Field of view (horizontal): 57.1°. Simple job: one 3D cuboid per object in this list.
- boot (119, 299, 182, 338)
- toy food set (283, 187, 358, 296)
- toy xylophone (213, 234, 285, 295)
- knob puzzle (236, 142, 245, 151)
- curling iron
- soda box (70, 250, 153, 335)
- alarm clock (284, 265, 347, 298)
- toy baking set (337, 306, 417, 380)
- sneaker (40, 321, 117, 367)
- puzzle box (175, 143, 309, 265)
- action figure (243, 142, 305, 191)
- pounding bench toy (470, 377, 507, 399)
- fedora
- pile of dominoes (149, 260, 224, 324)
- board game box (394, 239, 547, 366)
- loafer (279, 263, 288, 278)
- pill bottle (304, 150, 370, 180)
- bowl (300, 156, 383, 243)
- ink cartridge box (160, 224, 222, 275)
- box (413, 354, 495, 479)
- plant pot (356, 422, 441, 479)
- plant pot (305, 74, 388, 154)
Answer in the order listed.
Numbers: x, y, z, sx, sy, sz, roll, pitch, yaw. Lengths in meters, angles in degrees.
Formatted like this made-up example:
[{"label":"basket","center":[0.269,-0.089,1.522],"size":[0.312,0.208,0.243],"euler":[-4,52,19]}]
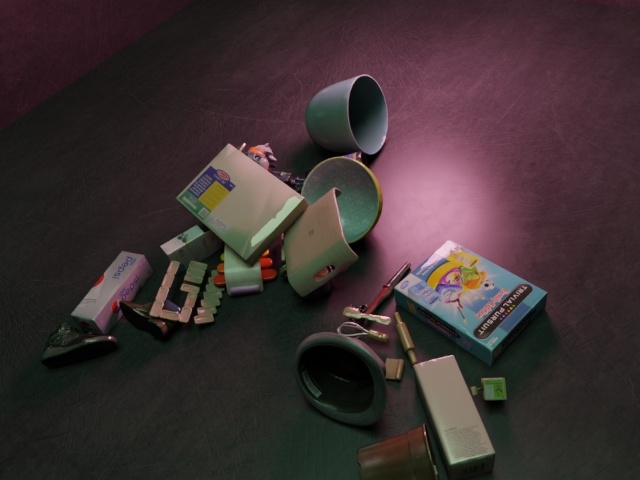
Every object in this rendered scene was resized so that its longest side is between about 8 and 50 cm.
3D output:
[{"label":"boot","center":[-0.527,0.227,1.843],"size":[0.219,0.082,0.106],"euler":[24,39,28]},{"label":"toy food set","center":[0.000,0.000,1.806],"size":[0.220,0.092,0.306],"euler":[-36,37,22]},{"label":"toy xylophone","center":[-0.224,0.037,1.943],"size":[0.236,0.081,0.322],"euler":[-1,44,4]},{"label":"knob puzzle","center":[-0.366,-0.287,2.258],"size":[0.030,0.213,0.213],"euler":[34,46,-16]},{"label":"curling iron","center":[0.185,0.148,1.768],"size":[0.068,0.035,0.274],"euler":[29,58,35]},{"label":"soda box","center":[-0.670,0.169,1.909],"size":[0.098,0.091,0.286],"euler":[9,48,22]},{"label":"alarm clock","center":[-0.005,0.115,1.826],"size":[0.192,0.064,0.129],"euler":[-22,44,-5]},{"label":"toy baking set","center":[0.151,0.274,1.625],"size":[0.197,0.030,0.256],"euler":[-13,53,1]},{"label":"sneaker","center":[-0.733,0.298,1.796],"size":[0.228,0.087,0.130],"euler":[-16,50,5]},{"label":"puzzle box","center":[-0.266,-0.130,1.945],"size":[0.272,0.052,0.409],"euler":[-47,57,-7]},{"label":"action figure","center":[-0.226,-0.221,2.145],"size":[0.341,0.178,0.330],"euler":[2,56,20]},{"label":"pounding bench toy","center":[0.415,0.369,1.464],"size":[0.083,0.065,0.052],"euler":[-4,77,9]},{"label":"fedora","center":[0.069,0.335,1.508],"size":[0.276,0.243,0.124],"euler":[5,17,30]},{"label":"pile of dominoes","center":[-0.409,0.172,1.868],"size":[0.196,0.040,0.251],"euler":[14,44,-4]},{"label":"board game box","center":[0.419,0.162,1.667],"size":[0.254,0.079,0.336],"euler":[-38,49,-24]},{"label":"loafer","center":[-0.075,0.075,1.894],"size":[0.148,0.056,0.050],"euler":[-27,44,-28]},{"label":"pill bottle","center":[0.061,-0.233,2.110],"size":[0.219,0.122,0.122],"euler":[-15,42,17]},{"label":"bowl","center":[0.094,-0.126,1.959],"size":[0.289,0.289,0.156],"euler":[19,9,29]},{"label":"ink cartridge box","center":[-0.435,0.023,1.992],"size":[0.181,0.104,0.061],"euler":[-33,48,-20]},{"label":"box","center":[0.316,0.421,1.418],"size":[0.113,0.094,0.275],"euler":[-13,43,0]},{"label":"plant pot","center":[0.176,0.513,1.321],"size":[0.165,0.167,0.167],"euler":[-16,43,7]},{"label":"plant pot","center":[0.085,-0.467,2.250],"size":[0.235,0.293,0.293],"euler":[0,43,35]}]
